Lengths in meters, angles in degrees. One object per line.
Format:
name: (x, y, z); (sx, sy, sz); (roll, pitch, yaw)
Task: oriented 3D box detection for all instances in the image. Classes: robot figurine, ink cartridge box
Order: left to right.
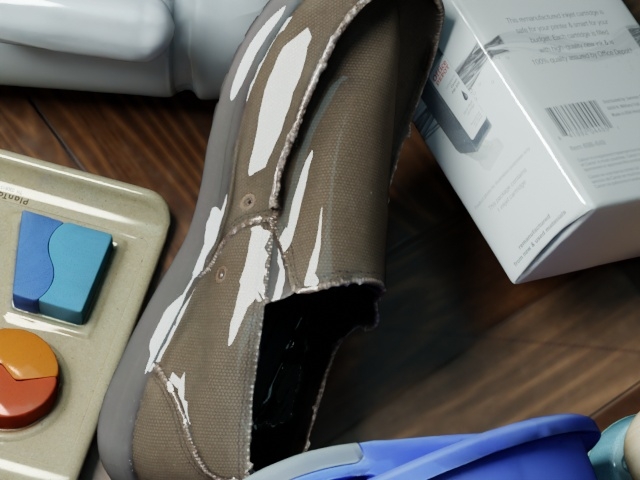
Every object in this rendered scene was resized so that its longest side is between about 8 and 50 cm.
robot figurine: (-0.145, -0.196, 1.242); (0.353, 0.200, 0.300); (5, 34, 0)
ink cartridge box: (0.143, -0.092, 1.235); (0.158, 0.092, 0.218); (-10, 63, -41)

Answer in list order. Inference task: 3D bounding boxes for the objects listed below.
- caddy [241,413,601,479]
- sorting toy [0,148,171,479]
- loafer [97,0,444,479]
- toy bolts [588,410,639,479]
caddy: (0.012, 0.201, 1.038); (0.341, 0.241, 0.179); (-21, 73, -13)
sorting toy: (-0.271, 0.030, 1.213); (0.307, 0.041, 0.229); (15, 64, 4)
loafer: (0.000, 0.000, 1.143); (0.130, 0.134, 0.366); (20, 89, 35)
toy bolts: (0.252, 0.095, 1.143); (0.228, 0.158, 0.218); (-22, 67, -13)
